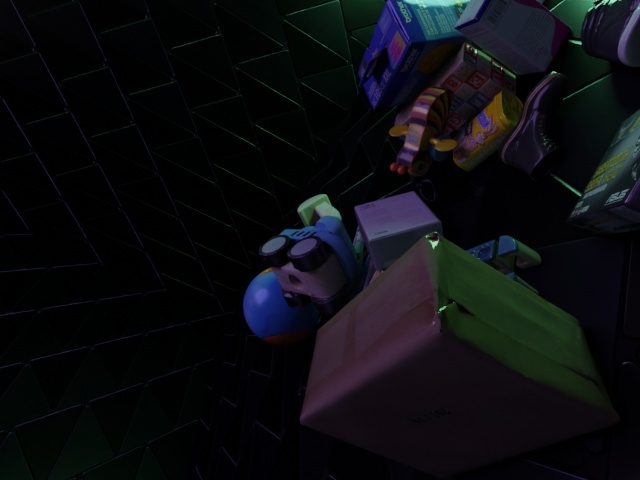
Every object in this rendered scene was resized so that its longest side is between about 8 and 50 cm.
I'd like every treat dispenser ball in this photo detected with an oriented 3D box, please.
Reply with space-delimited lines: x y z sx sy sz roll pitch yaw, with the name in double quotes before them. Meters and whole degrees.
"treat dispenser ball" -0.135 0.234 1.567 0.288 0.288 0.288 -55 19 28

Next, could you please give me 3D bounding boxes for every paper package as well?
"paper package" 0.176 0.194 0.636 0.325 0.309 0.168 -48 20 40

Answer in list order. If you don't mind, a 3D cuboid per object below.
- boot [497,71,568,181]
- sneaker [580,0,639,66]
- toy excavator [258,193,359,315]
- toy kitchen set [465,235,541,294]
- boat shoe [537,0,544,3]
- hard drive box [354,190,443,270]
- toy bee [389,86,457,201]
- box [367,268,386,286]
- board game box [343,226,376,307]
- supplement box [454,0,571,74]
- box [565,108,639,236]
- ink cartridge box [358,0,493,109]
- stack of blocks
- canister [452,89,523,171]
"boot" 0.456 -0.223 0.860 0.137 0.076 0.198 -102 28 -58
"sneaker" 0.576 -0.457 0.760 0.296 0.104 0.147 -64 21 15
"toy excavator" 0.000 0.000 1.436 0.432 0.222 0.445 4 38 47
"toy kitchen set" 0.283 0.084 0.810 0.207 0.122 0.166 -36 32 58
"boat shoe" 0.509 -0.653 1.271 0.301 0.102 0.108 -24 43 65
"hard drive box" 0.199 -0.034 1.132 0.181 0.089 0.232 -15 25 3
"toy bee" 0.258 -0.229 1.097 0.195 0.162 0.298 5 110 54
"box" 0.186 0.155 1.009 0.103 0.114 0.203 -63 16 9
"board game box" 0.148 0.060 1.382 0.193 0.053 0.305 -33 34 61
"supplement box" 0.450 -0.500 1.014 0.111 0.220 0.114 -60 15 9
"box" 0.429 -0.102 0.572 0.183 0.056 0.231 -63 -14 5
"ink cartridge box" 0.278 -0.516 1.183 0.270 0.395 0.151 121 131 -68
"stack of blocks" 0.357 -0.366 1.182 0.297 0.171 0.087 -42 27 53
"canister" 0.405 -0.263 1.052 0.170 0.073 0.126 -46 23 50
